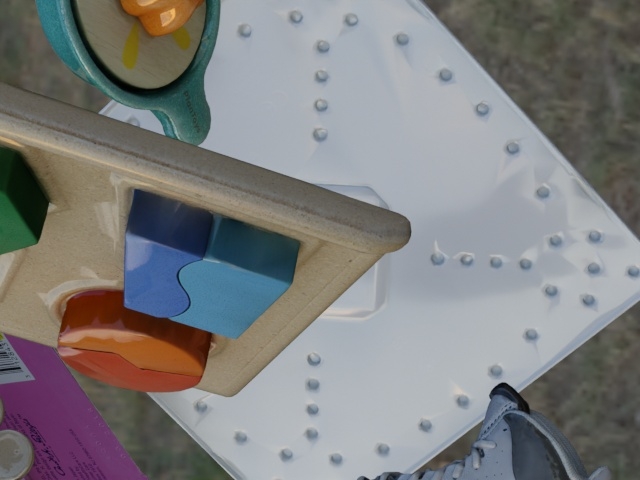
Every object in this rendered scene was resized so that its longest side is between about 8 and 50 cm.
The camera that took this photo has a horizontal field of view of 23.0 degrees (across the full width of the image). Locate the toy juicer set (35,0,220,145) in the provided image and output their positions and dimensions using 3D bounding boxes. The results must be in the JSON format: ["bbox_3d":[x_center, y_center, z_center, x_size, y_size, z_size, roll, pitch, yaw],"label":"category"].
[{"bbox_3d":[-0.125,-0.136,0.841,0.089,0.209,0.329,0,93,34],"label":"toy juicer set"}]

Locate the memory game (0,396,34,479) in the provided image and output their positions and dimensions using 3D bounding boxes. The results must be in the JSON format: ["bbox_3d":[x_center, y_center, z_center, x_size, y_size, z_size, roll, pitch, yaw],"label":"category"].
[{"bbox_3d":[-0.283,0.176,1.075,0.012,0.186,0.186,76,-168,-74],"label":"memory game"}]

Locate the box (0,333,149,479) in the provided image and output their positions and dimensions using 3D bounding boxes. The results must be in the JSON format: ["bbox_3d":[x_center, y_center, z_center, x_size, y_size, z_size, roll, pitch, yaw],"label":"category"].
[{"bbox_3d":[-0.286,0.197,1.221,0.243,0.117,0.213,-50,65,25],"label":"box"}]

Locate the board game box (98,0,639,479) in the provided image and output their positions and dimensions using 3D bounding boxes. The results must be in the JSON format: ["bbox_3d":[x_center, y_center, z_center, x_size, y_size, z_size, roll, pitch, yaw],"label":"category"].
[{"bbox_3d":[0.000,0.000,1.260,0.390,0.390,0.050,-40,11,19],"label":"board game box"}]

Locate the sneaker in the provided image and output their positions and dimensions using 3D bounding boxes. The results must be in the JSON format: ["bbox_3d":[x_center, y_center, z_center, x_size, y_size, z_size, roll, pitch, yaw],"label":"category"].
[{"bbox_3d":[0.084,0.153,1.035,0.086,0.228,0.132,17,-97,-74],"label":"sneaker"}]

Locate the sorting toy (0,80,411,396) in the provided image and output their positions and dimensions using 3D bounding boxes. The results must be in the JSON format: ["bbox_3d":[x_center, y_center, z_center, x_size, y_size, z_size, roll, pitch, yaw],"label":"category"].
[{"bbox_3d":[-0.146,-0.007,0.581,0.229,0.307,0.041,138,147,-62],"label":"sorting toy"}]
